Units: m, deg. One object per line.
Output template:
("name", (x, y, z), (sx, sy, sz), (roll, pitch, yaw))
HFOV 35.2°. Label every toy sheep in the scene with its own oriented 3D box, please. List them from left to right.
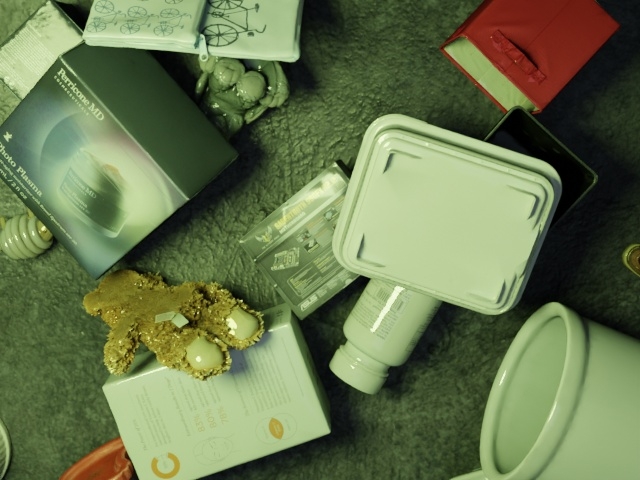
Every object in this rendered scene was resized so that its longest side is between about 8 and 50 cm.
("toy sheep", (-0.527, -0.009, 1.799), (0.132, 0.091, 0.091), (-22, 99, 17))

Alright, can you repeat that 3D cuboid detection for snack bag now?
("snack bag", (-0.185, -0.401, 1.637), (0.343, 0.323, 0.037), (6, 136, -1))

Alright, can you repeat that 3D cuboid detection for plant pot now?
("plant pot", (0.327, -0.108, 1.739), (0.188, 0.167, 0.187), (41, 97, -7))

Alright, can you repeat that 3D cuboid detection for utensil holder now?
("utensil holder", (0.518, 0.323, 1.734), (0.386, 0.327, 0.327), (21, 99, -5))

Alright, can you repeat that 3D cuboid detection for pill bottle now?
("pill bottle", (0.115, 0.152, 1.800), (0.131, 0.131, 0.229), (30, 98, -5))

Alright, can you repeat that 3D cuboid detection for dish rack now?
("dish rack", (0.201, -0.029, 1.643), (0.333, 0.072, 0.285), (18, 109, 2))

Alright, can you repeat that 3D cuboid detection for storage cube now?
("storage cube", (0.342, -0.338, 1.684), (0.184, 0.215, 0.193), (43, 90, -6))

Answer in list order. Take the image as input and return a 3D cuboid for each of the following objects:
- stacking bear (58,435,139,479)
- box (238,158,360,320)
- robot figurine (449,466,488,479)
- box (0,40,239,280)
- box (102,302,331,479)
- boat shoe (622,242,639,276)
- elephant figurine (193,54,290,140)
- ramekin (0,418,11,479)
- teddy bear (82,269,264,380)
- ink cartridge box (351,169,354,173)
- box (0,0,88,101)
("stacking bear", (-0.349, 0.533, 1.856), (0.164, 0.175, 0.289), (-26, 106, 2))
("box", (0.000, 0.000, 1.766), (0.231, 0.056, 0.183), (-39, 89, 14))
("robot figurine", (0.347, 0.578, 1.807), (0.200, 0.300, 0.353), (-31, 71, 44))
("box", (-0.352, -0.144, 1.665), (0.296, 0.182, 0.294), (48, 128, -7))
("box", (-0.178, 0.277, 1.802), (0.346, 0.168, 0.214), (-19, 99, 2))
("boat shoe", (0.627, 0.070, 1.822), (0.178, 0.060, 0.064), (33, 98, -5))
("elephant figurine", (-0.159, -0.243, 1.735), (0.186, 0.239, 0.169), (-21, 70, -33))
("ramekin", (-0.685, 0.398, 1.852), (0.207, 0.109, 0.207), (0, 99, 0))
("teddy bear", (-0.250, 0.149, 1.721), (0.338, 0.245, 0.113), (3, 132, 25))
("ink cartridge box", (0.092, -0.126, 1.806), (0.048, 0.028, 0.083), (43, 97, -7))
("box", (-0.463, -0.320, 1.709), (0.158, 0.156, 0.093), (-43, 98, 6))
